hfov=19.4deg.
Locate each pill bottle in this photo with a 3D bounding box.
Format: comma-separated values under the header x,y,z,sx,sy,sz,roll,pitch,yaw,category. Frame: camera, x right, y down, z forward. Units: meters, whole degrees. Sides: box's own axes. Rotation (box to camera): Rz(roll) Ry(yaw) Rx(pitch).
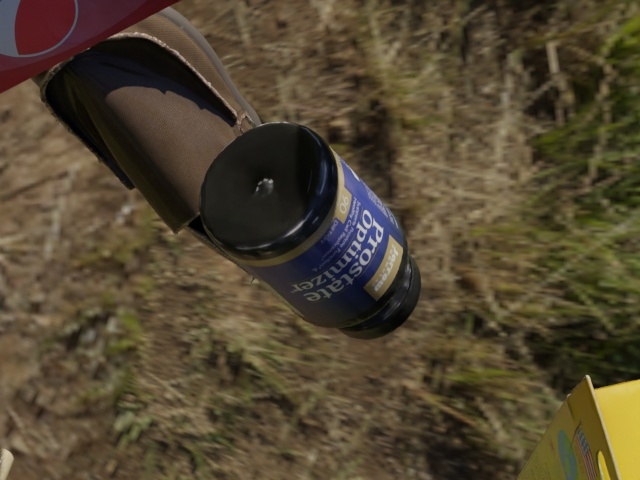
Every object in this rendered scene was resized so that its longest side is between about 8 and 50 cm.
x,y,z,sx,sy,sz,roll,pitch,yaw,category
0.000,0.000,1.576,0.123,0.123,0.219,-60,143,-10,pill bottle

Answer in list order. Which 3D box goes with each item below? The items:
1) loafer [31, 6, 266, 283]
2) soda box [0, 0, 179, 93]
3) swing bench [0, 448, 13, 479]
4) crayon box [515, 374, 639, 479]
x,y,z,sx,sy,sz,roll,pitch,yaw,category
-0.113,-0.084,1.622,0.134,0.130,0.366,-37,137,15,loafer
-0.220,-0.141,1.143,0.263,0.083,0.092,-27,128,10,soda box
-0.288,0.188,1.143,0.165,0.253,0.255,-1,55,-3,swing bench
0.250,0.244,1.555,0.081,0.318,0.202,-12,70,-8,crayon box
